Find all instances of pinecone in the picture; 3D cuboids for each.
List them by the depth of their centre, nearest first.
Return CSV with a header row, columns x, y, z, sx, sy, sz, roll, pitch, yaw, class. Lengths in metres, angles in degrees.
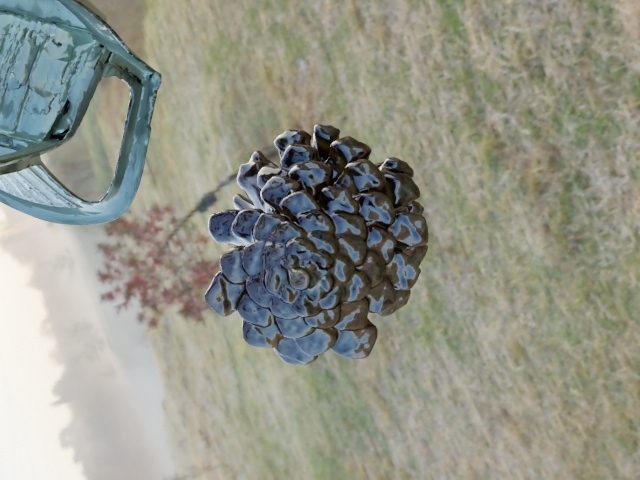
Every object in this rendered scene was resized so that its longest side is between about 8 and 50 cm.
x,y,z,sx,sy,sz,roll,pitch,yaw,class
0.000,-0.002,0.958,0.202,0.229,0.201,50,-165,-43,pinecone

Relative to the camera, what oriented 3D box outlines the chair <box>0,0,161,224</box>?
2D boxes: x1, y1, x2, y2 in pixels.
x,y,z,sx,sy,sz,roll,pitch,yaw,class
-0.257,-0.110,0.765,0.275,0.203,0.190,-1,-75,-80,chair
